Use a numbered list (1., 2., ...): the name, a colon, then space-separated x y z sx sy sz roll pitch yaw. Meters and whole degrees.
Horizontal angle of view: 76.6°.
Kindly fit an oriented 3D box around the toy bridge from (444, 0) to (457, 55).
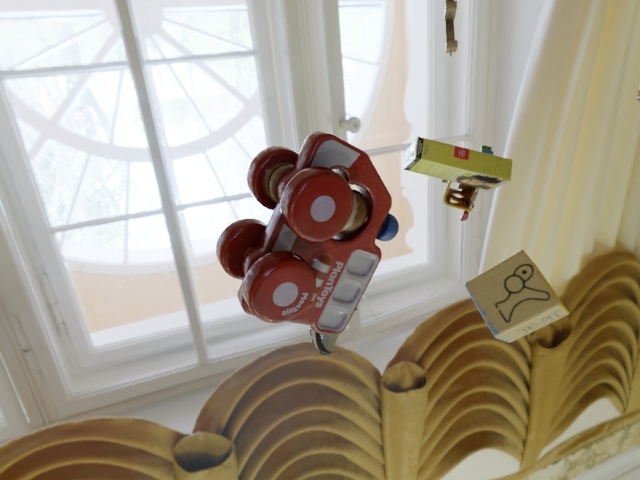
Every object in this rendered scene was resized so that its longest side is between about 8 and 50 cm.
1. toy bridge: 0.287 -0.505 0.893 0.026 0.189 0.063 0 -174 13

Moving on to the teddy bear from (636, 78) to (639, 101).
1. teddy bear: 0.586 -0.202 0.469 0.337 0.245 0.113 15 -148 9

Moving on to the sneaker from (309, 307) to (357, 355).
1. sneaker: 0.048 0.200 1.168 0.107 0.272 0.100 10 172 39

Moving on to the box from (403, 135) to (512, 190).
1. box: 0.321 -0.178 0.954 0.232 0.058 0.087 13 168 -5

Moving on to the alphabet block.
1. alphabet block: 0.585 0.172 1.213 0.197 0.193 0.193 -35 148 23

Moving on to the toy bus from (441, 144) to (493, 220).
1. toy bus: 0.407 -0.172 1.173 0.104 0.191 0.202 16 168 10

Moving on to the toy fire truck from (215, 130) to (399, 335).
1. toy fire truck: 0.000 0.000 0.641 0.253 0.303 0.169 19 -169 -37
